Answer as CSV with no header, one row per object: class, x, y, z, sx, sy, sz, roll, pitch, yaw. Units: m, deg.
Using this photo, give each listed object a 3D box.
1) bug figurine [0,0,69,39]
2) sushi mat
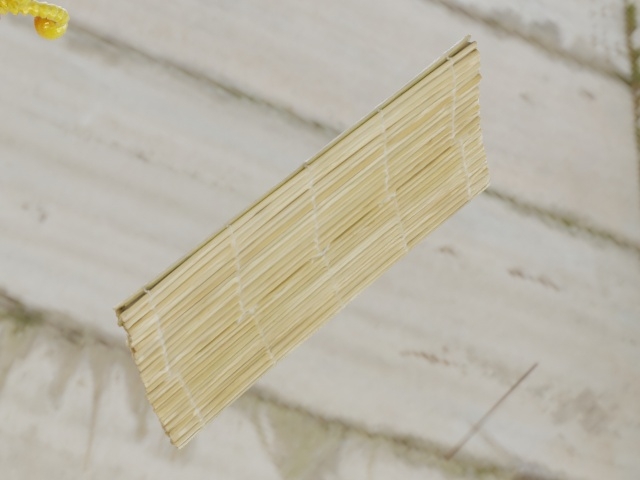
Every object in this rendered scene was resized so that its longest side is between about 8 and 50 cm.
bug figurine,-0.132,-0.141,0.330,0.072,0.216,0.279,-1,-179,13
sushi mat,0.000,0.000,0.988,0.316,0.151,0.019,-39,-124,-23
